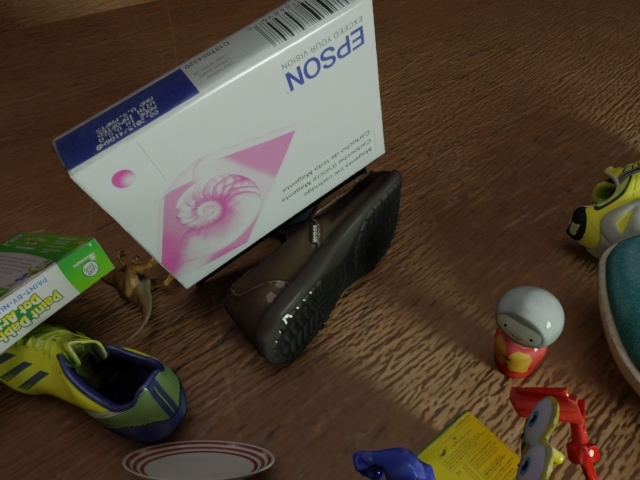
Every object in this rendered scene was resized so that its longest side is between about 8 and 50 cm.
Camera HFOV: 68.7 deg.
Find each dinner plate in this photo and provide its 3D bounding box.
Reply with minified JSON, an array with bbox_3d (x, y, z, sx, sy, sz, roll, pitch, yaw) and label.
[{"bbox_3d":[-0.115,0.215,0.449,0.141,0.141,0.017,0,78,2],"label":"dinner plate"}]

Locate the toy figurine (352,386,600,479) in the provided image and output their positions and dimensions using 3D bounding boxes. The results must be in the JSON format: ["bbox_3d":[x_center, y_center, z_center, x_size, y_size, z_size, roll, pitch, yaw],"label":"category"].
[{"bbox_3d":[0.043,0.267,0.283,0.217,0.191,0.362,-9,42,39],"label":"toy figurine"}]

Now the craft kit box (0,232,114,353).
[{"bbox_3d":[-0.428,0.080,0.583,0.250,0.060,0.246,3,40,39],"label":"craft kit box"}]

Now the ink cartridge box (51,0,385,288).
[{"bbox_3d":[-0.067,-0.082,0.565,0.324,0.330,0.071,-36,59,-8],"label":"ink cartridge box"}]

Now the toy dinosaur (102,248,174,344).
[{"bbox_3d":[-0.256,0.067,0.665,0.112,0.064,0.212,-44,45,-18],"label":"toy dinosaur"}]

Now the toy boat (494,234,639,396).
[{"bbox_3d":[0.351,0.096,0.508,0.319,0.148,0.267,-6,49,7],"label":"toy boat"}]

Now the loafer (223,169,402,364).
[{"bbox_3d":[0.000,0.000,0.664,0.130,0.133,0.366,24,48,25],"label":"loafer"}]

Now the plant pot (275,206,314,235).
[{"bbox_3d":[-0.134,-0.127,0.797,0.234,0.165,0.165,6,42,22],"label":"plant pot"}]

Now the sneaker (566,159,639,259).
[{"bbox_3d":[0.535,-0.091,0.746,0.147,0.145,0.385,32,50,30],"label":"sneaker"}]

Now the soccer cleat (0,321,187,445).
[{"bbox_3d":[-0.278,0.135,0.530,0.289,0.121,0.093,15,45,20],"label":"soccer cleat"}]

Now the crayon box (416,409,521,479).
[{"bbox_3d":[0.089,0.292,0.376,0.279,0.081,0.165,-28,48,-27],"label":"crayon box"}]
